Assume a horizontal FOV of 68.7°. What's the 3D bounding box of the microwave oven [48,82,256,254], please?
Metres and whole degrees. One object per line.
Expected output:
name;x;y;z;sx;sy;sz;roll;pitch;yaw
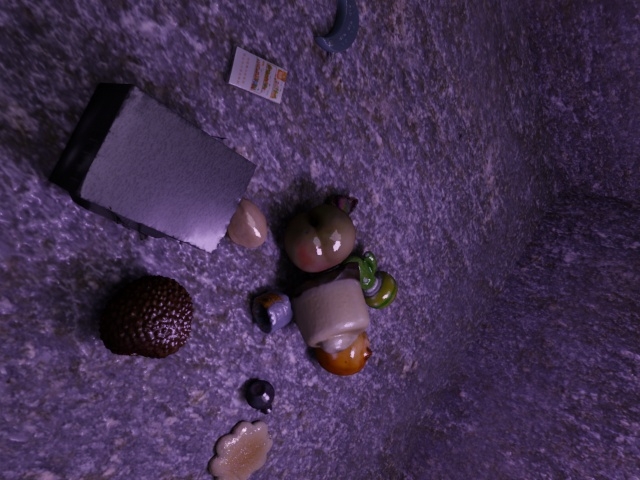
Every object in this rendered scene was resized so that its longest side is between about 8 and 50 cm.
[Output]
microwave oven;-0.464;-0.185;1.335;0.432;0.236;0.374;29;84;-46

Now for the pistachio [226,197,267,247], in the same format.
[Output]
pistachio;-0.265;-0.058;1.661;0.145;0.117;0.200;-40;128;-21

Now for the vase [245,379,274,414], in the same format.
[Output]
vase;-0.244;0.662;1.952;0.120;0.120;0.183;-39;144;-29

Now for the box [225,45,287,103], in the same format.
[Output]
box;-0.214;-0.559;1.595;0.220;0.032;0.122;9;97;-45

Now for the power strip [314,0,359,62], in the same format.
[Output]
power strip;0.069;-0.803;1.773;0.167;0.054;0.253;21;88;-46

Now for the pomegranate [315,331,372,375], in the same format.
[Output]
pomegranate;0.108;0.482;2.125;0.264;0.264;0.264;-17;116;-40

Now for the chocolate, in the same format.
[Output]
chocolate;0.060;0.296;1.903;0.326;0.297;0.314;-25;162;-16

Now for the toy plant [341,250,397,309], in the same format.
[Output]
toy plant;0.214;0.180;2.194;0.316;0.184;0.224;37;96;-35

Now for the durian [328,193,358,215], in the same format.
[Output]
durian;0.075;-0.140;2.000;0.108;0.119;0.187;42;41;-8

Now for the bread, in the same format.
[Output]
bread;-0.329;0.906;1.989;0.316;0.054;0.316;-18;118;-38

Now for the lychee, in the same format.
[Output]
lychee;-0.523;0.230;1.427;0.267;0.267;0.267;-17;116;-40

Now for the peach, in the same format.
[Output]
peach;-0.001;0.000;1.843;0.292;0.247;0.292;-20;128;-28

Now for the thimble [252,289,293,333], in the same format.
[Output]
thimble;-0.189;0.280;1.849;0.118;0.127;0.151;-25;121;-39
